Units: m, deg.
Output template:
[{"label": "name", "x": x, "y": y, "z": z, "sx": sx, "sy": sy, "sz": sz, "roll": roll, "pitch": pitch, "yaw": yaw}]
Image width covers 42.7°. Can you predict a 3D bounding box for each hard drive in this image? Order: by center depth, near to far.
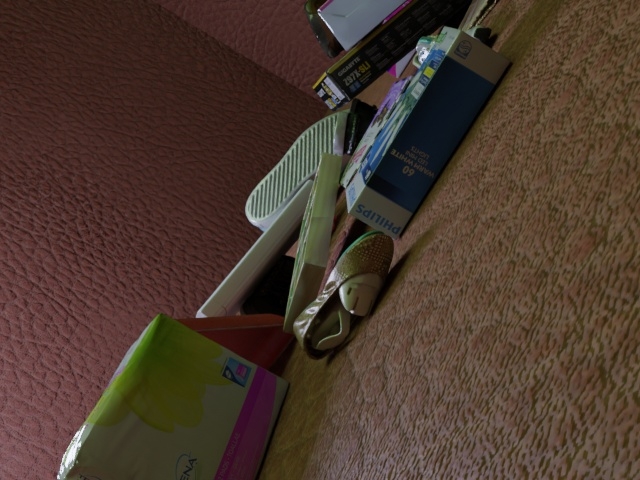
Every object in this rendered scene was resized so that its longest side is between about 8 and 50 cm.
[{"label": "hard drive", "x": -0.130, "y": 0.055, "z": 1.658, "sx": 0.353, "sy": 0.047, "sz": 0.233, "roll": -52, "pitch": -3, "yaw": -25}]

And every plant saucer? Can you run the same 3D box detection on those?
[{"label": "plant saucer", "x": -0.198, "y": 0.203, "z": 1.365, "sx": 0.258, "sy": 0.259, "sz": 0.048, "roll": -55, "pitch": 49, "yaw": 38}]

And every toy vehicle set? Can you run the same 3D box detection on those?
[{"label": "toy vehicle set", "x": -0.012, "y": 0.002, "z": 1.328, "sx": 0.267, "sy": 0.035, "sz": 0.166, "roll": -81, "pitch": 6, "yaw": -47}]

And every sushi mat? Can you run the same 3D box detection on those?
[{"label": "sushi mat", "x": 0.307, "y": -0.474, "z": 1.414, "sx": 0.316, "sy": 0.019, "sz": 0.151, "roll": -64, "pitch": 9, "yaw": -30}]

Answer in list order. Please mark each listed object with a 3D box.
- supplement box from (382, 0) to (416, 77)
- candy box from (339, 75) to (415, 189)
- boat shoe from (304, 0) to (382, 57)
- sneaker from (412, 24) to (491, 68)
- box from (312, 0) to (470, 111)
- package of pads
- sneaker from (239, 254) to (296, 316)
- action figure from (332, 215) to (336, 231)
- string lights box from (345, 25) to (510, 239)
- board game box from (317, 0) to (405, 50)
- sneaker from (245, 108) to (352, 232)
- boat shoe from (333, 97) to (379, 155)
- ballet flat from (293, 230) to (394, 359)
[{"label": "supplement box", "x": 0.202, "y": -0.522, "z": 1.973, "sx": 0.220, "sy": 0.111, "sz": 0.114, "roll": -57, "pitch": 8, "yaw": 29}, {"label": "candy box", "x": 0.109, "y": -0.154, "z": 1.294, "sx": 0.196, "sy": 0.070, "sz": 0.165, "roll": -60, "pitch": 7, "yaw": 4}, {"label": "boat shoe", "x": 0.058, "y": -0.453, "z": 1.647, "sx": 0.120, "sy": 0.122, "sz": 0.324, "roll": -24, "pitch": 12, "yaw": 19}, {"label": "sneaker", "x": 0.186, "y": -0.280, "z": 1.222, "sx": 0.071, "sy": 0.083, "sz": 0.190, "roll": -60, "pitch": 8, "yaw": -14}, {"label": "box", "x": 0.139, "y": -0.391, "z": 1.623, "sx": 0.322, "sy": 0.079, "sz": 0.257, "roll": -40, "pitch": 5, "yaw": -1}, {"label": "package of pads", "x": -0.188, "y": 0.253, "z": 1.086, "sx": 0.101, "sy": 0.229, "sz": 0.296, "roll": -55, "pitch": 9, "yaw": 35}, {"label": "sneaker", "x": -0.094, "y": 0.100, "z": 1.643, "sx": 0.118, "sy": 0.083, "sz": 0.222, "roll": -58, "pitch": 6, "yaw": 14}, {"label": "action figure", "x": 0.000, "y": 0.000, "z": 1.622, "sx": 0.115, "sy": 0.030, "sz": 0.038, "roll": -57, "pitch": 2, "yaw": 7}, {"label": "string lights box", "x": 0.131, "y": -0.141, "z": 1.057, "sx": 0.260, "sy": 0.077, "sz": 0.133, "roll": -58, "pitch": 8, "yaw": 14}, {"label": "board game box", "x": 0.152, "y": -0.493, "z": 1.502, "sx": 0.224, "sy": 0.097, "sz": 0.303, "roll": -32, "pitch": 11, "yaw": 38}, {"label": "sneaker", "x": -0.007, "y": -0.150, "z": 1.884, "sx": 0.366, "sy": 0.135, "sz": 0.150, "roll": -40, "pitch": -35, "yaw": 3}, {"label": "boat shoe", "x": 0.089, "y": -0.216, "z": 1.630, "sx": 0.302, "sy": 0.091, "sz": 0.114, "roll": -63, "pitch": -18, "yaw": -68}, {"label": "ballet flat", "x": 0.033, "y": 0.076, "z": 0.985, "sx": 0.206, "sy": 0.073, "sz": 0.067, "roll": -58, "pitch": 34, "yaw": 40}]
